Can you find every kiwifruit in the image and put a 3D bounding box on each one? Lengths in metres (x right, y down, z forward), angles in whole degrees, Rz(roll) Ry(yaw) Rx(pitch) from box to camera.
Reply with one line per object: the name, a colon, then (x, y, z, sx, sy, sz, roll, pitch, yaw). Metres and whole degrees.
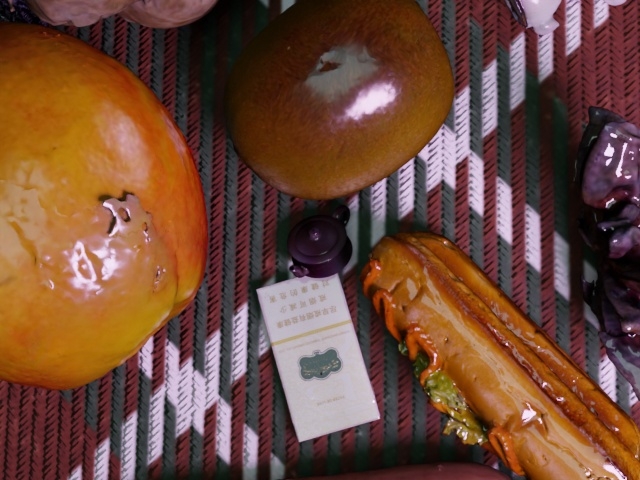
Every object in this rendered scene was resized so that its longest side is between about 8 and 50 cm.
kiwifruit: (0.014, -0.147, 1.016, 0.234, 0.196, 0.196, -29, 80, 9)

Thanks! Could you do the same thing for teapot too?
teapot: (0.000, 0.000, 1.060, 0.068, 0.045, 0.100, 24, 64, 29)

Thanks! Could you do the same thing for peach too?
peach: (-0.286, -0.034, 0.976, 0.372, 0.372, 0.290, 44, 57, 10)

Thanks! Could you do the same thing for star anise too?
star anise: (0.299, 0.005, 0.961, 0.129, 0.212, 0.282, -18, 73, 18)

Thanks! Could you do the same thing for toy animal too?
toy animal: (0.256, -0.271, 1.059, 0.124, 0.071, 0.085, -27, 80, 3)

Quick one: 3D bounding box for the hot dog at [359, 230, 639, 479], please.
hot dog: (0.168, 0.134, 0.979, 0.349, 0.158, 0.117, 45, 109, 10)

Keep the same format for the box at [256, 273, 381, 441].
box: (-0.002, 0.118, 1.065, 0.090, 0.024, 0.166, -17, 81, 4)

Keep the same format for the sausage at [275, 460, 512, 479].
sausage: (-0.009, 0.274, 1.010, 0.433, 0.088, 0.087, -8, 82, 11)

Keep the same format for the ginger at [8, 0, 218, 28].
ginger: (-0.209, -0.293, 0.995, 0.256, 0.375, 0.176, 7, 101, 40)

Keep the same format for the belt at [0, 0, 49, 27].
belt: (-0.427, -0.298, 1.124, 0.260, 0.122, 0.324, 27, 86, 5)
